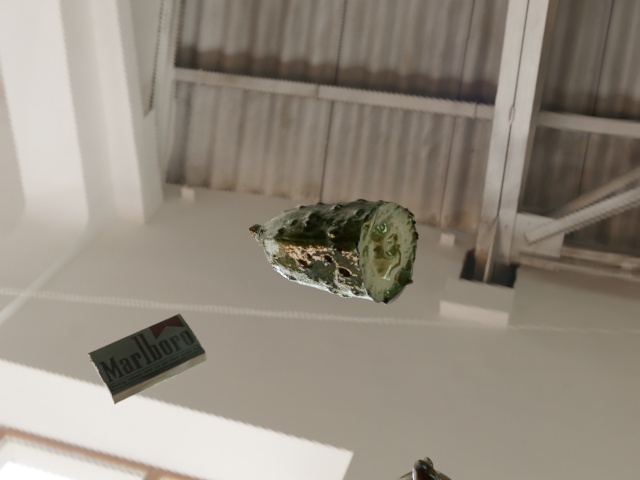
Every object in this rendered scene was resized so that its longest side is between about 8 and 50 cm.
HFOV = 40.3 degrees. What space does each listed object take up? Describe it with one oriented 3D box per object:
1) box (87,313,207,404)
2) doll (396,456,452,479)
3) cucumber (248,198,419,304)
[{"bbox_3d":[-0.302,0.205,1.527,0.115,0.177,0.036,47,-29,41],"label":"box"},{"bbox_3d":[0.159,0.431,1.243,0.174,0.330,0.235,4,-98,0],"label":"doll"},{"bbox_3d":[0.000,0.004,1.153,0.244,0.134,0.134,9,-56,39],"label":"cucumber"}]
